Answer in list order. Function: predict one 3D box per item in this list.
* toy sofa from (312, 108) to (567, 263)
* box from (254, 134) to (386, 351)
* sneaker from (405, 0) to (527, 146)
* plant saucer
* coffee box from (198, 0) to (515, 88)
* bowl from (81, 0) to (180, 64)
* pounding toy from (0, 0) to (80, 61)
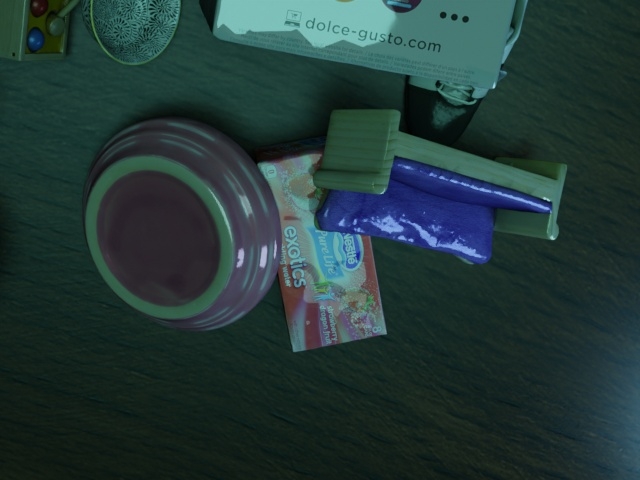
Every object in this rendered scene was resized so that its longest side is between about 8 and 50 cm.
[{"bbox_3d":[0.175,-0.067,1.751,0.362,0.150,0.177,13,88,-36],"label":"toy sofa"},{"bbox_3d":[0.000,0.000,1.845,0.154,0.142,0.300,-10,104,-3],"label":"box"},{"bbox_3d":[0.221,-0.285,1.794,0.122,0.146,0.330,18,103,-10],"label":"sneaker"},{"bbox_3d":[-0.221,-0.014,1.784,0.332,0.084,0.332,8,110,22],"label":"plant saucer"},{"bbox_3d":[0.049,-0.400,1.477,0.338,0.338,0.334,9,105,-10],"label":"coffee box"},{"bbox_3d":[-0.291,-0.345,1.757,0.170,0.080,0.170,-23,122,-44],"label":"bowl"},{"bbox_3d":[-0.402,-0.327,1.748,0.100,0.141,0.130,14,104,21],"label":"pounding toy"}]
